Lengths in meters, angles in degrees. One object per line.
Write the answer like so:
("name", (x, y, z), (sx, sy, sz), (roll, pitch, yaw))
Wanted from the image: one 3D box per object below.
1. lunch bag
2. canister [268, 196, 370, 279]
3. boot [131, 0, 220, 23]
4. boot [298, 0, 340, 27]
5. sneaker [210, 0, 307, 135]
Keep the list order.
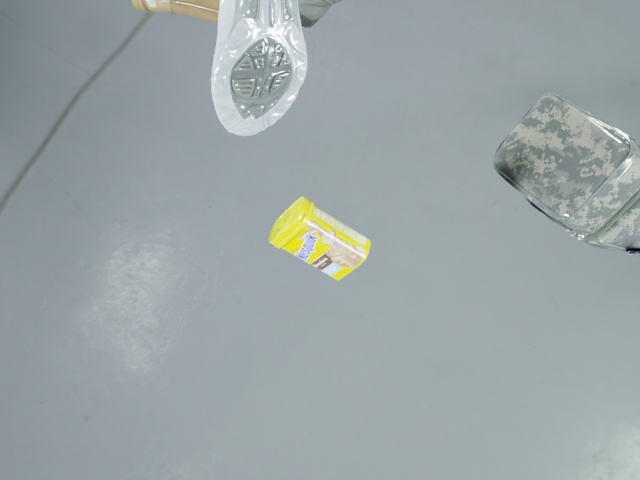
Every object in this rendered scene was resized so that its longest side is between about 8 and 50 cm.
("lunch bag", (0.541, -0.119, 1.468), (0.256, 0.305, 0.212), (26, 107, -36))
("canister", (0.000, 0.000, 1.464), (0.170, 0.126, 0.073), (31, 47, -19))
("boot", (-0.176, -0.442, 1.344), (0.270, 0.236, 0.089), (16, 126, 19))
("boot", (-0.058, -0.542, 1.449), (0.247, 0.161, 0.083), (31, 63, -22))
("sneaker", (-0.063, -0.221, 0.716), (0.090, 0.115, 0.232), (3, 117, -19))
